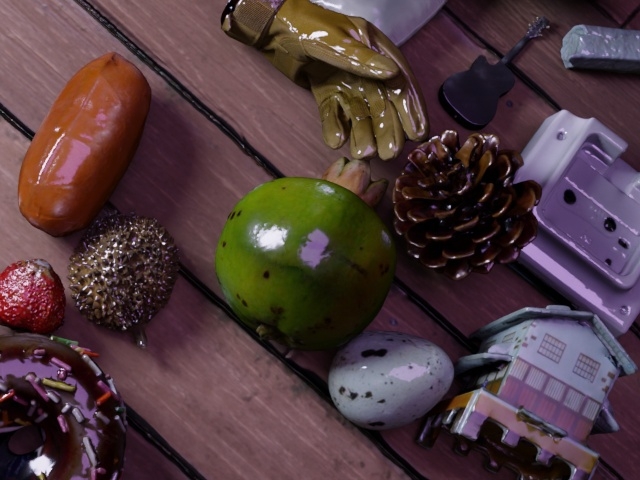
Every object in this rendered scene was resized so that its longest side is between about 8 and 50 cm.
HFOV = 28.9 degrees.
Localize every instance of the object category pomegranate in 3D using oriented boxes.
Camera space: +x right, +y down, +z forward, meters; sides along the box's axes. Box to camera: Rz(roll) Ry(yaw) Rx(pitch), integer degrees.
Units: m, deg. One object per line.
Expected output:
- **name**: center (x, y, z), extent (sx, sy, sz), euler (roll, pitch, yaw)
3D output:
- **pomegranate**: center (0.000, 0.000, 1.587), extent (0.236, 0.236, 0.302), euler (36, 56, -3)

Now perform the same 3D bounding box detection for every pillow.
- **pillow**: center (0.105, -0.364, 1.788), extent (0.144, 0.078, 0.254), euler (43, 68, 5)

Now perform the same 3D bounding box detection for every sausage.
- **sausage**: center (-0.298, -0.123, 1.577), extent (0.133, 0.133, 0.258), euler (28, 68, -7)

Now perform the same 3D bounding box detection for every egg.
- **egg**: center (0.090, 0.173, 1.588), extent (0.164, 0.131, 0.131), euler (-19, 78, 15)

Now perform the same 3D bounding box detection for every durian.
- **durian**: center (-0.241, 0.043, 1.563), extent (0.148, 0.091, 0.188), euler (-8, 79, -18)

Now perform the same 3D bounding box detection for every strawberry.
- **strawberry**: center (-0.356, 0.065, 1.517), extent (0.106, 0.106, 0.106), euler (4, 73, -15)

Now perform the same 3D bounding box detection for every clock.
- **clock**: center (0.380, -0.028, 1.749), extent (0.262, 0.116, 0.231), euler (37, 69, -2)

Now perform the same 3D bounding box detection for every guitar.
- **guitar**: center (0.267, -0.257, 1.830), extent (0.088, 0.025, 0.233), euler (44, 68, 1)

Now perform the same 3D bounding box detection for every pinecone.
- **pinecone**: center (0.186, -0.057, 1.623), extent (0.208, 0.208, 0.208), euler (4, 73, -15)

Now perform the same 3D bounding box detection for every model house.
- **model house**: center (0.265, 0.204, 1.596), extent (0.198, 0.224, 0.215), euler (31, 72, -3)

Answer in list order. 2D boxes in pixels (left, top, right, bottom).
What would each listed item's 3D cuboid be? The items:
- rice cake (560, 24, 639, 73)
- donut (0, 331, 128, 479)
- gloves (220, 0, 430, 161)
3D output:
- **rice cake**: center (0.458, -0.284, 1.872), extent (0.206, 0.069, 0.063), euler (2, 76, -13)
- **donut**: center (-0.353, 0.237, 1.454), extent (0.270, 0.103, 0.269), euler (1, 85, -13)
- **gloves**: center (0.017, -0.236, 1.673), extent (0.331, 0.154, 0.141), euler (39, 28, 11)
